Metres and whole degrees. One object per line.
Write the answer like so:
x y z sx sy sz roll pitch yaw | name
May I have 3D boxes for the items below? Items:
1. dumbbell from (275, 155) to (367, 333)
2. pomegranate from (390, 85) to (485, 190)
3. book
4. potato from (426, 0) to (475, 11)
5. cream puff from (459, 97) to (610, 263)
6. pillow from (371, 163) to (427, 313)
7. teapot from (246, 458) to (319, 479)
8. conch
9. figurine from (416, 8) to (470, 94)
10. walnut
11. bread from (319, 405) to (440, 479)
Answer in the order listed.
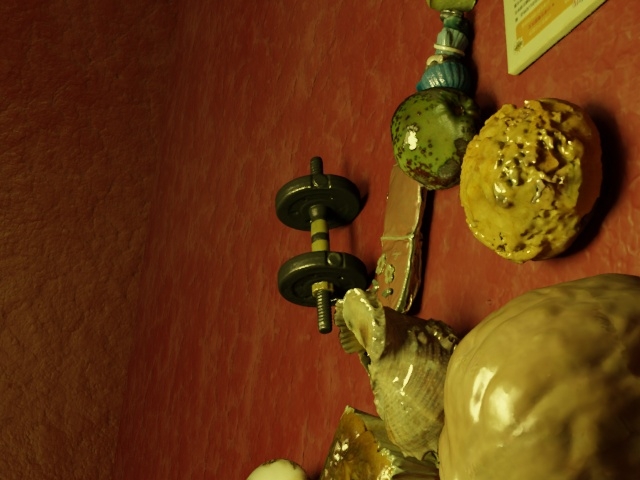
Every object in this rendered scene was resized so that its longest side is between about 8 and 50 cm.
0.000 0.000 1.492 0.143 0.143 0.325 129 145 -51 | dumbbell
0.162 -0.126 1.212 0.126 0.163 0.138 -29 60 14 | pomegranate
0.281 -0.376 1.123 0.208 0.020 0.295 140 135 -59 | book
0.186 -0.407 1.270 0.149 0.081 0.120 113 155 -54 | potato
0.218 -0.065 0.995 0.189 0.130 0.189 -173 90 -71 | cream puff
0.115 -0.002 1.340 0.126 0.043 0.232 168 111 -70 | pillow
-0.052 0.441 1.437 0.298 0.139 0.204 125 150 -51 | teapot
0.097 0.155 1.131 0.178 0.245 0.163 -21 20 47 | conch
0.182 -0.247 1.273 0.079 0.077 0.136 16 78 35 | figurine
0.213 0.155 0.709 0.273 0.273 0.227 -65 36 34 | walnut
0.069 0.342 1.208 0.192 0.110 0.209 -145 66 -66 | bread
